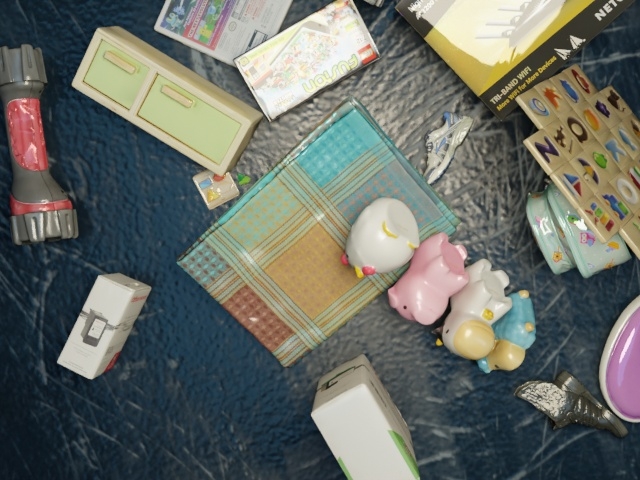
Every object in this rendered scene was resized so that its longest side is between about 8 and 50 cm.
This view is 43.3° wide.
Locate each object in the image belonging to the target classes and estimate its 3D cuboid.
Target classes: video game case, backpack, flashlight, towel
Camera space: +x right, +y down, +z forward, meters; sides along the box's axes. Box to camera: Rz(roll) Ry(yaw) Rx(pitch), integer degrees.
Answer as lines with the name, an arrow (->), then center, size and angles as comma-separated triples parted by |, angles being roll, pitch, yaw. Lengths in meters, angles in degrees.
video game case -> -0.142, -0.390, 1.292 | 0.183, 0.023, 0.201 | 25, 92, -1
backpack -> 0.393, -0.027, 1.222 | 0.144, 0.188, 0.166 | -23, 93, 11
flashlight -> -0.448, -0.147, 1.255 | 0.103, 0.103, 0.304 | -7, 92, 1
towel -> 0.000, 0.000, 1.241 | 0.370, 0.040, 0.271 | -41, 107, 8

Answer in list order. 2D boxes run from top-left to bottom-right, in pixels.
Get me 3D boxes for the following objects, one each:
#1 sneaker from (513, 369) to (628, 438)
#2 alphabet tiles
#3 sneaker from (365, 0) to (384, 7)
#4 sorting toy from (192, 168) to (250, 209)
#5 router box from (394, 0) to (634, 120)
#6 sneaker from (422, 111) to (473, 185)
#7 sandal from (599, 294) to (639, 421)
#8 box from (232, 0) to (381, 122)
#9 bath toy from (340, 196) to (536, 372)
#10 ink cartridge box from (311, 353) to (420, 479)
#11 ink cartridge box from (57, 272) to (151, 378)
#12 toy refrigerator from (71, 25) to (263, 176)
sneaker -> 0.404, 0.277, 1.302 | 0.170, 0.051, 0.089 | 44, 91, 3
alphabet tiles -> 0.418, -0.123, 1.177 | 0.285, 0.342, 0.011 | 53, 133, 5
sneaker -> 0.116, -0.423, 1.198 | 0.101, 0.268, 0.153 | 16, 100, -39
sorting toy -> -0.157, -0.095, 1.303 | 0.083, 0.012, 0.062 | -28, 91, 1
router box -> 0.305, -0.376, 1.216 | 0.243, 0.081, 0.309 | 45, 108, -6
sneaker -> 0.189, -0.146, 1.292 | 0.058, 0.052, 0.135 | 30, 84, 9
sandal -> 0.604, 0.116, 1.271 | 0.169, 0.102, 0.416 | 43, 91, -1
box -> -0.021, -0.288, 1.273 | 0.207, 0.036, 0.114 | -31, 106, -1
bath toy -> 0.168, 0.075, 1.208 | 0.348, 0.151, 0.129 | 35, 132, -24
ink cartridge box -> 0.067, 0.277, 1.214 | 0.093, 0.219, 0.160 | -30, 91, 3
ink cartridge box -> -0.334, 0.129, 1.259 | 0.063, 0.109, 0.150 | 26, 91, 2
toy refrigerator -> -0.235, -0.216, 1.247 | 0.269, 0.094, 0.102 | 32, 109, -1
